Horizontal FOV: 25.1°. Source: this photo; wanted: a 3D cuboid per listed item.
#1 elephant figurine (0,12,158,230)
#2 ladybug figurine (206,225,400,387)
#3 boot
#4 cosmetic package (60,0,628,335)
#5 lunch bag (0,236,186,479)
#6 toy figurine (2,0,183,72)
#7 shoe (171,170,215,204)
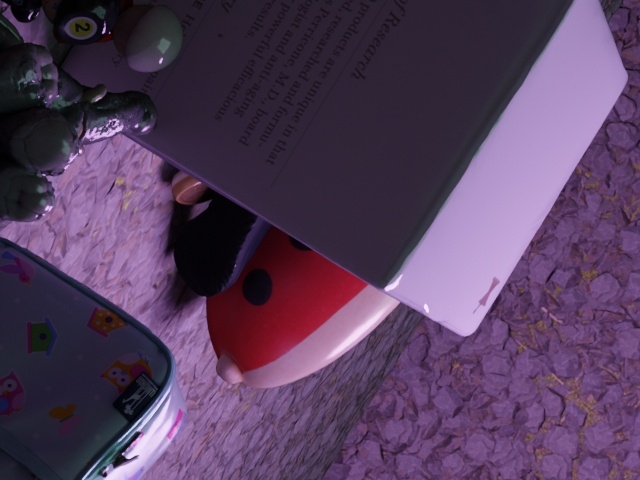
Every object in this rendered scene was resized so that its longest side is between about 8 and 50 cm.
[{"bbox_3d":[-0.254,-0.104,1.152,0.169,0.186,0.239,-27,-162,12],"label":"elephant figurine"},{"bbox_3d":[0.000,0.000,1.903,0.449,0.305,0.162,-53,124,-23],"label":"ladybug figurine"},{"bbox_3d":[-0.053,-0.041,1.759,0.207,0.094,0.246,-26,162,-39],"label":"boot"},{"bbox_3d":[0.035,-0.154,1.401,0.327,0.394,0.329,-58,159,0],"label":"cosmetic package"},{"bbox_3d":[-0.273,0.138,1.281,0.224,0.279,0.108,-47,156,-28],"label":"lunch bag"},{"bbox_3d":[-0.163,-0.250,1.134,0.209,0.148,0.213,-59,163,4],"label":"toy figurine"},{"bbox_3d":[-0.115,-0.097,1.734,0.076,0.058,0.219,-42,171,35],"label":"shoe"}]
